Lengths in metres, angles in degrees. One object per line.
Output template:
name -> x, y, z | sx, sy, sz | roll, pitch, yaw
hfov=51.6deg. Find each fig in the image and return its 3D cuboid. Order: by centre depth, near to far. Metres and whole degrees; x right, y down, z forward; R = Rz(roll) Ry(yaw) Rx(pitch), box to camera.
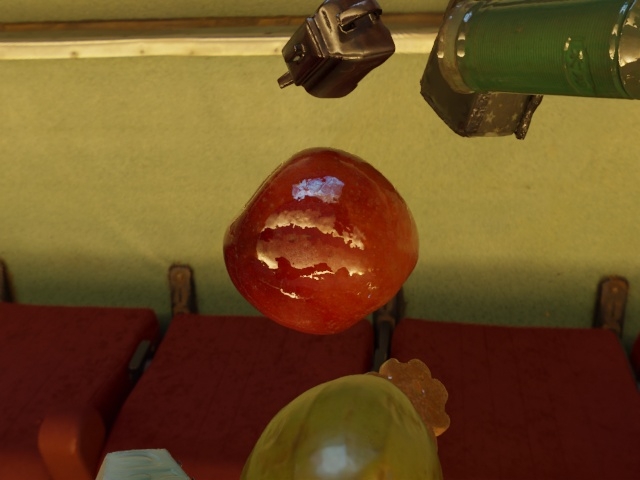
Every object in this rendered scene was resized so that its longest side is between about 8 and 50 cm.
fig -> 0.031, 0.275, 0.760 | 0.239, 0.271, 0.240 | 11, 130, 14

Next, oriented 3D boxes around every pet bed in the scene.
pet bed -> 0.272, -0.271, 0.998 | 0.159, 0.183, 0.211 | -1, 127, -24

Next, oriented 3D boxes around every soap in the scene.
soap -> -0.232, 0.371, 0.899 | 0.230, 0.145, 0.091 | 25, 96, 44

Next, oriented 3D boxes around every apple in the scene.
apple -> 0.000, 0.000, 0.784 | 0.218, 0.218, 0.201 | -42, 94, 22

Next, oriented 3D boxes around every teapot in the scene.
teapot -> 0.004, -0.216, 0.744 | 0.177, 0.096, 0.087 | -27, 84, 58

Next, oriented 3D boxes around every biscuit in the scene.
biscuit -> 0.151, 0.320, 1.245 | 0.202, 0.288, 0.044 | 46, 121, 7

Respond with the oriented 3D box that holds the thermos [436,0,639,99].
thermos -> 0.178, -0.136, 0.466 | 0.083, 0.187, 0.073 | -6, 106, -36
